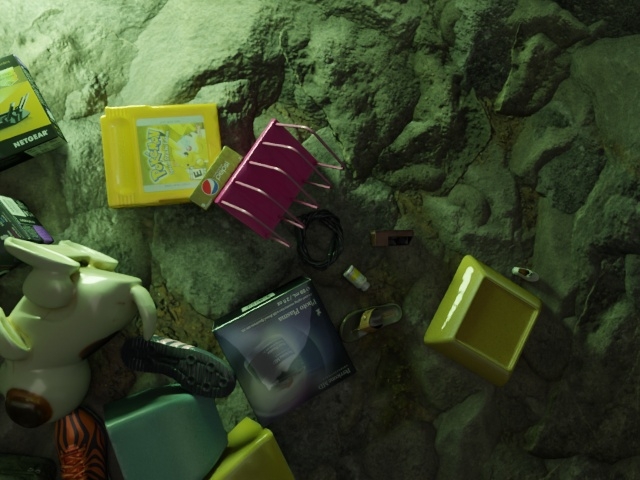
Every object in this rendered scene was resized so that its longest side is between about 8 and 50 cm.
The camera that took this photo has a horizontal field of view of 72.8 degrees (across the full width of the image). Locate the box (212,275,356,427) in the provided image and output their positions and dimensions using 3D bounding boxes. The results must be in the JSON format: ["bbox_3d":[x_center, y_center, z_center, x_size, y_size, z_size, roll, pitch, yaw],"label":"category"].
[{"bbox_3d":[-0.103,0.297,1.220,0.296,0.182,0.294,-27,94,-11],"label":"box"}]

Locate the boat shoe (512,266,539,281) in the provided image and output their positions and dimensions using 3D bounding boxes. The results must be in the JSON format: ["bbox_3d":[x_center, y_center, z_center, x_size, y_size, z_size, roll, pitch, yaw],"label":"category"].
[{"bbox_3d":[0.699,0.114,1.463,0.100,0.035,0.035,22,83,-9],"label":"boat shoe"}]

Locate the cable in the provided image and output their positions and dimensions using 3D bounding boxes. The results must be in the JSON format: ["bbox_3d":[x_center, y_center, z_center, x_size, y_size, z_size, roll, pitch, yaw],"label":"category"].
[{"bbox_3d":[0.000,0.000,1.327,0.150,0.047,0.185,-11,87,-17],"label":"cable"}]

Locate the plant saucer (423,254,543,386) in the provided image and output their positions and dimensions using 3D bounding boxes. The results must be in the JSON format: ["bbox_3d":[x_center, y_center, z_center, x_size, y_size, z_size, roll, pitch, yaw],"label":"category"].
[{"bbox_3d":[0.551,0.265,1.405,0.332,0.081,0.333,30,82,-9],"label":"plant saucer"}]

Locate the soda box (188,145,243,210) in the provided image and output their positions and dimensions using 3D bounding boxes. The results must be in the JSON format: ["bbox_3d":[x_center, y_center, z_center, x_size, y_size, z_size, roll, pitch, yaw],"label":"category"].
[{"bbox_3d":[-0.291,-0.171,1.215,0.061,0.058,0.181,34,81,-8],"label":"soda box"}]

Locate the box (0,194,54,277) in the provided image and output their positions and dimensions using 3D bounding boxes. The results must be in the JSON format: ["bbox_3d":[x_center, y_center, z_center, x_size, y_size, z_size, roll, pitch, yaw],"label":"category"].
[{"bbox_3d":[-0.856,0.023,1.085,0.270,0.165,0.143,-38,95,-11],"label":"box"}]

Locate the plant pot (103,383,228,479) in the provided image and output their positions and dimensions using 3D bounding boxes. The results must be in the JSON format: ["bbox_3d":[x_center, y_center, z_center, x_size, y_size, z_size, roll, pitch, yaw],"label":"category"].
[{"bbox_3d":[-0.390,0.504,1.126,0.252,0.247,0.248,-20,92,-28],"label":"plant pot"}]

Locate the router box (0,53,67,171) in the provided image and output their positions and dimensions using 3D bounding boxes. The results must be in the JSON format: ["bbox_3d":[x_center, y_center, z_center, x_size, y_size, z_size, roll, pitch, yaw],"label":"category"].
[{"bbox_3d":[-0.881,-0.310,1.139,0.308,0.081,0.243,-29,93,-11],"label":"router box"}]

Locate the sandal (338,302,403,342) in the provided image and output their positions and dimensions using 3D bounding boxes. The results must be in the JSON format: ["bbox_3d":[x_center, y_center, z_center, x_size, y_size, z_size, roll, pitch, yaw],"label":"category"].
[{"bbox_3d":[0.160,0.251,1.334,0.219,0.060,0.090,-13,90,-12],"label":"sandal"}]

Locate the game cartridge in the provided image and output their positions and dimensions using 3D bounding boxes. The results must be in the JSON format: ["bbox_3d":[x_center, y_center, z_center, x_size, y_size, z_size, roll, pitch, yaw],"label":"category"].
[{"bbox_3d":[-0.444,-0.244,1.240,0.323,0.052,0.286,-7,89,-13],"label":"game cartridge"}]

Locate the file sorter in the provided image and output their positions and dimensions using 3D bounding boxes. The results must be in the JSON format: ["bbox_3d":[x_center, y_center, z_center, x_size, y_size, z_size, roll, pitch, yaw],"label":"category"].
[{"bbox_3d":[-0.100,-0.153,1.201,0.202,0.182,0.291,40,79,-39],"label":"file sorter"}]

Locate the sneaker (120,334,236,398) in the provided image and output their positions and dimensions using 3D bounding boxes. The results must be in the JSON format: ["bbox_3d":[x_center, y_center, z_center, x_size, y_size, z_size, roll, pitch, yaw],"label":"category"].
[{"bbox_3d":[-0.354,0.318,1.150,0.318,0.131,0.112,18,88,11],"label":"sneaker"}]

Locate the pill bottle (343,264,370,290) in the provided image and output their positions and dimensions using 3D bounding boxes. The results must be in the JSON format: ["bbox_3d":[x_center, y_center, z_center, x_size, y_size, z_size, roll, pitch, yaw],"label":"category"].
[{"bbox_3d":[0.113,0.118,1.340,0.083,0.043,0.043,43,80,-7],"label":"pill bottle"}]

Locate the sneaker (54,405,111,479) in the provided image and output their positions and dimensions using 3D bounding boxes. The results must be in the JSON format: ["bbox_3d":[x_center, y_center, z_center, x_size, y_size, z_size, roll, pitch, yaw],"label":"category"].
[{"bbox_3d":[-0.610,0.593,1.101,0.124,0.180,0.321,-17,91,-12],"label":"sneaker"}]

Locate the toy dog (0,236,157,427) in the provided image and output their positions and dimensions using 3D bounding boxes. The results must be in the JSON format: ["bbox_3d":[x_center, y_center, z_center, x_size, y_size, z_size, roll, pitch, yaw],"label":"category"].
[{"bbox_3d":[-0.632,0.240,1.079,0.395,0.284,0.408,24,89,-8],"label":"toy dog"}]

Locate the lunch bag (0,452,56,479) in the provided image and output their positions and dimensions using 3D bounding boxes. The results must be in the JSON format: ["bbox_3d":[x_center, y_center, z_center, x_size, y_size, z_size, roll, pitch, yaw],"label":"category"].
[{"bbox_3d":[-0.820,0.647,1.017,0.305,0.256,0.213,13,85,-11],"label":"lunch bag"}]

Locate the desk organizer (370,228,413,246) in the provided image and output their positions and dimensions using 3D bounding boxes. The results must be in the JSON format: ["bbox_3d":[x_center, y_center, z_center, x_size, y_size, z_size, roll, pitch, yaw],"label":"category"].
[{"bbox_3d":[0.225,-0.008,1.368,0.130,0.047,0.050,-2,90,-11],"label":"desk organizer"}]

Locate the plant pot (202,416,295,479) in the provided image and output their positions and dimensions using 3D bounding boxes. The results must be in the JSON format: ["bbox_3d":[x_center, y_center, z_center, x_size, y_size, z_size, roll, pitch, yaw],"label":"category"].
[{"bbox_3d":[-0.198,0.629,1.142,0.187,0.212,0.212,-27,93,-30],"label":"plant pot"}]
